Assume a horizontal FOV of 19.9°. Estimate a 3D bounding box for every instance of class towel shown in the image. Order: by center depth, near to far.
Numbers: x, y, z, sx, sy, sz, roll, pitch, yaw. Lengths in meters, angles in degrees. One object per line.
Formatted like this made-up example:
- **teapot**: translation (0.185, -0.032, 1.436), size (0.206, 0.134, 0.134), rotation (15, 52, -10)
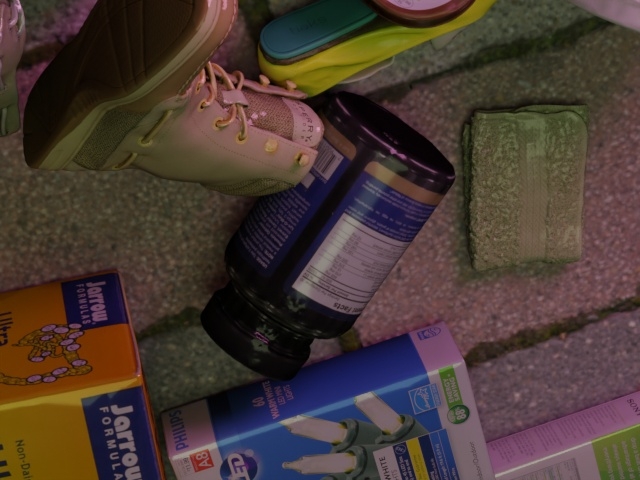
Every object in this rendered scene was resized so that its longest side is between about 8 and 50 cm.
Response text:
- **towel**: translation (0.173, -0.044, 1.534), size (0.110, 0.027, 0.148), rotation (-6, 115, -8)

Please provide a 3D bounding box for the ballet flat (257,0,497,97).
- **ballet flat**: translation (0.062, -0.174, 1.436), size (0.231, 0.077, 0.077), rotation (-23, 138, 3)

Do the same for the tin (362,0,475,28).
- **tin**: translation (0.043, -0.241, 1.370), size (0.190, 0.040, 0.106), rotation (39, 87, 2)

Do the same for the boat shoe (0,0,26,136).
- **boat shoe**: translation (-0.259, -0.151, 1.297), size (0.094, 0.302, 0.109), rotation (-20, 74, -20)

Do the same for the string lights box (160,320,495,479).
- **string lights box**: translation (0.007, 0.178, 1.573), size (0.260, 0.076, 0.133), rotation (-19, 118, -3)

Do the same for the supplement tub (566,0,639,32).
- **supplement tub**: translation (0.283, -0.296, 1.352), size (0.191, 0.191, 0.272), rotation (13, 111, -17)

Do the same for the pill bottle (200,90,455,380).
- **pill bottle**: translation (0.000, 0.000, 1.465), size (0.123, 0.123, 0.219), rotation (29, 106, -22)

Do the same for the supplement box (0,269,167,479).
- **supplement box**: translation (-0.306, 0.180, 1.443), size (0.357, 0.195, 0.194), rotation (-12, 116, -7)

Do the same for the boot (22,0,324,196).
- **boot**: translation (-0.077, -0.109, 1.335), size (0.203, 0.095, 0.262), rotation (11, 150, -31)

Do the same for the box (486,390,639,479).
- **box**: translation (0.180, 0.290, 1.673), size (0.322, 0.058, 0.232), rotation (-18, 116, -2)
